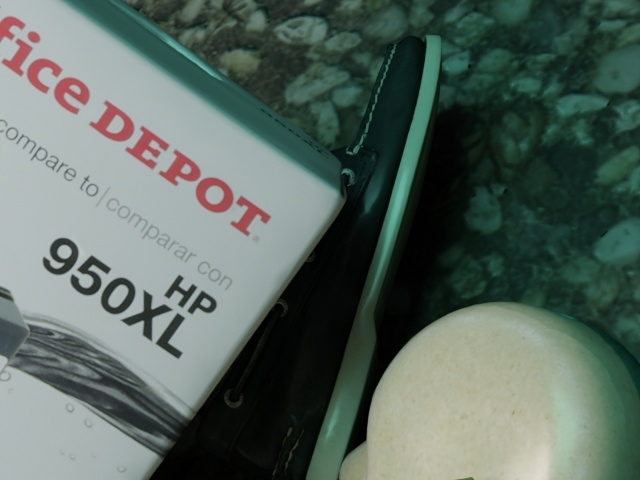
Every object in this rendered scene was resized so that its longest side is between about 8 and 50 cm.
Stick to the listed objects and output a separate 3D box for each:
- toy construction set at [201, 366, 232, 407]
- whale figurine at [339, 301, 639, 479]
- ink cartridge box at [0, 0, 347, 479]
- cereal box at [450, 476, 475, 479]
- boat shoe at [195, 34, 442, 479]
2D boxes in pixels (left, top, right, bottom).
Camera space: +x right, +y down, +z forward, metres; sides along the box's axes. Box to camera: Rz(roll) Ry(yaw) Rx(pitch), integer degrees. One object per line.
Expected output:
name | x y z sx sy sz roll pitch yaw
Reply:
toy construction set | -0.165 0.009 1.188 0.237 0.257 0.309 -37 66 -13
whale figurine | 0.103 0.172 0.957 0.216 0.141 0.272 21 95 44
ink cartridge box | -0.209 0.041 0.975 0.395 0.285 0.166 -54 6 6
cereal box | 0.078 0.265 0.851 0.173 0.047 0.240 -48 64 24
boat shoe | 0.000 0.002 1.115 0.113 0.127 0.340 14 71 5
